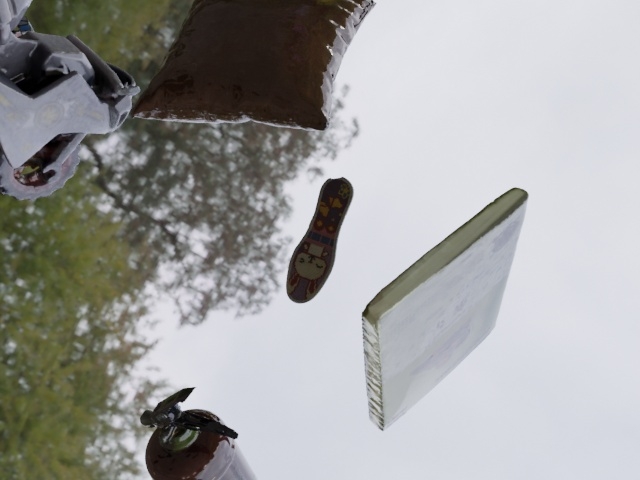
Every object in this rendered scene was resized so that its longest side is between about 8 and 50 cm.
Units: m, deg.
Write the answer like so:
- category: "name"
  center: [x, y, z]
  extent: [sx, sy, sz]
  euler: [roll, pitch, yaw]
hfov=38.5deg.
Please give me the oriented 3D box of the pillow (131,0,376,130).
- category: "pillow"
  center: [-0.096, -0.282, 1.389]
  extent: [0.305, 0.108, 0.308]
  euler: [6, -130, 17]

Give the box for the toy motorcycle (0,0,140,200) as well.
- category: "toy motorcycle"
  center: [-0.188, -0.117, 0.594]
  extent: [0.122, 0.215, 0.080]
  euler: [-38, -123, -20]

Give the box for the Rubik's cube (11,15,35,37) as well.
- category: "Rubik's cube"
  center: [-0.439, -0.264, 1.283]
  extent: [0.111, 0.093, 0.111]
  euler: [1, -86, 19]

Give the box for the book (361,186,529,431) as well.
- category: "book"
  center: [0.153, 0.097, 1.140]
  extent: [0.239, 0.352, 0.035]
  euler: [-38, -117, -18]

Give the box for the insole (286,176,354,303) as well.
- category: "insole"
  center: [0.000, 0.000, 1.336]
  extent: [0.065, 0.004, 0.197]
  euler: [22, -88, 16]

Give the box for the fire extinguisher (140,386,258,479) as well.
- category: "fire extinguisher"
  center: [-0.114, 0.278, 1.045]
  extent: [0.138, 0.344, 0.102]
  euler: [6, -135, 30]
